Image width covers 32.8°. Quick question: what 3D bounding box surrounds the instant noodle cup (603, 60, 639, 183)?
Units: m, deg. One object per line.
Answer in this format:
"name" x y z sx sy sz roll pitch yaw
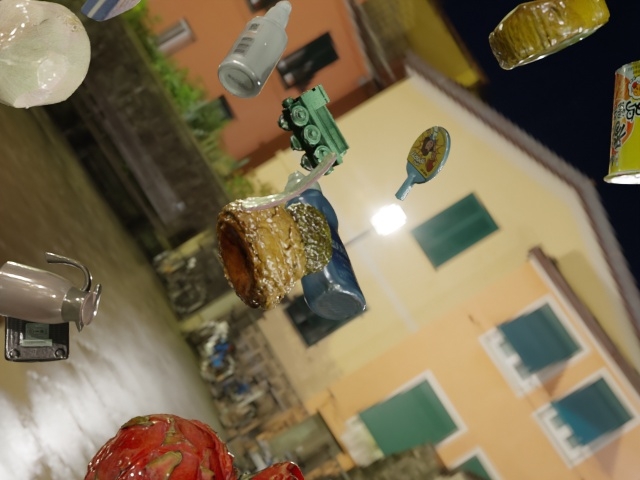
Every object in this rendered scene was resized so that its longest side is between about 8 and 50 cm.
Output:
"instant noodle cup" 0.619 -0.207 1.892 0.264 0.264 0.200 146 -59 -85

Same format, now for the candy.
"candy" 0.481 -0.453 2.302 0.260 0.260 0.118 -178 -116 -85

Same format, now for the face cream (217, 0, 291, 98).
"face cream" -0.124 -0.418 2.308 0.101 0.252 0.101 17 -36 13

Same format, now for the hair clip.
"hair clip" -0.036 -0.068 1.360 0.022 0.137 0.054 60 -3 -13

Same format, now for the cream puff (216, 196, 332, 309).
"cream puff" -0.060 0.009 1.741 0.183 0.169 0.183 45 -35 45

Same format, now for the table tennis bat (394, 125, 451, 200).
"table tennis bat" 0.185 -0.140 1.992 0.019 0.155 0.100 20 22 -36

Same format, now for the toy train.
"toy train" -0.008 -0.215 2.142 0.170 0.111 0.071 60 -29 -8

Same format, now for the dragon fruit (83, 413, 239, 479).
"dragon fruit" -0.312 0.475 2.102 0.342 0.277 0.277 9 34 -41

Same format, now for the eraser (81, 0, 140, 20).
"eraser" -0.248 -0.378 1.509 0.225 0.082 0.036 -35 -87 42

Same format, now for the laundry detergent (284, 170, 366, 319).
"laundry detergent" 0.000 0.000 2.027 0.143 0.094 0.290 31 37 -51

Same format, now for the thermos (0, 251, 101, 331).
"thermos" -0.510 0.094 2.065 0.193 0.137 0.105 12 -15 14

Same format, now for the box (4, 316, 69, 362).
"box" -0.564 0.179 2.169 0.027 0.126 0.125 132 -44 -71

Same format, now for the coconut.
"coconut" -0.564 -0.358 2.089 0.224 0.224 0.234 58 14 2

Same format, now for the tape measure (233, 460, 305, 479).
"tape measure" -0.114 0.383 1.376 0.253 0.260 0.114 -98 168 -86
